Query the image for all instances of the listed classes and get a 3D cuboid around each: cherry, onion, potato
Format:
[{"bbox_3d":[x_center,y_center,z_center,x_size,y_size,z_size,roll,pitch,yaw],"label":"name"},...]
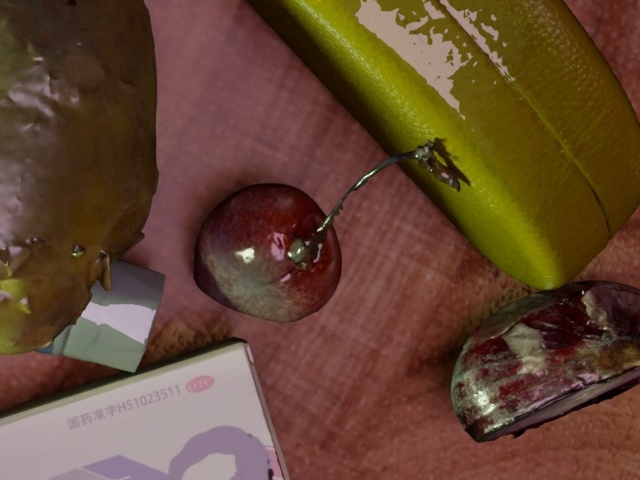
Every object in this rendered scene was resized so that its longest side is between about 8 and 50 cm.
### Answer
[{"bbox_3d":[0.000,0.000,0.782,0.226,0.090,0.107,-15,107,31],"label":"cherry"},{"bbox_3d":[0.191,0.091,0.896,0.206,0.151,0.098,-16,70,-24],"label":"onion"},{"bbox_3d":[-0.196,-0.076,0.694,0.192,0.141,0.296,2,79,-23],"label":"potato"}]

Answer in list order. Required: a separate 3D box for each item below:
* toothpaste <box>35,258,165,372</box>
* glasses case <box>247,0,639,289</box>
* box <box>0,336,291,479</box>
[{"bbox_3d":[-0.296,0.005,0.757,0.371,0.080,0.125,19,98,-10],"label":"toothpaste"},{"bbox_3d":[0.098,-0.128,0.785,0.141,0.173,0.371,-47,108,-5],"label":"glasses case"},{"bbox_3d":[-0.192,0.224,0.795,0.353,0.069,0.214,-17,92,-12],"label":"box"}]
